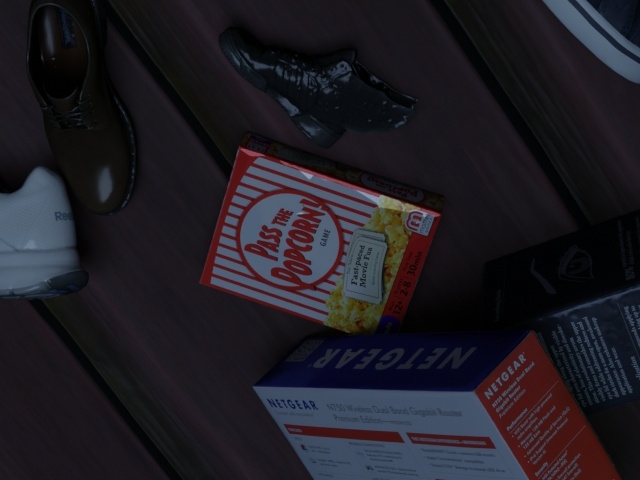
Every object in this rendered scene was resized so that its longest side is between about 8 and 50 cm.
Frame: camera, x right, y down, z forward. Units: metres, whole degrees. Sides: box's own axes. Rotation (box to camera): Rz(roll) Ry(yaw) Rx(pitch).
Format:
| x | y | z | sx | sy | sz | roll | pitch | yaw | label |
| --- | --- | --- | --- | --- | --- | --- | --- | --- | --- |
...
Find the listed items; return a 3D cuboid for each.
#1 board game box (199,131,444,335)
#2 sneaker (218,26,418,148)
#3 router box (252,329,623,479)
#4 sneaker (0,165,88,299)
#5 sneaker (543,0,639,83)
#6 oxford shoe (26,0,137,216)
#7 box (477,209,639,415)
| x | y | z | sx | sy | sz | roll | pitch | yaw | label |
| --- | --- | --- | --- | --- | --- | --- | --- | --- | --- |
| 0.000 | 0.000 | 1.322 | 0.193 | 0.045 | 0.147 | 18 | 115 | 1 | board game box |
| -0.002 | -0.147 | 1.259 | 0.089 | 0.051 | 0.170 | -40 | 107 | 22 | sneaker |
| 0.127 | 0.224 | 1.272 | 0.335 | 0.082 | 0.301 | -6 | 120 | 56 | router box |
| -0.356 | -0.005 | 1.357 | 0.297 | 0.111 | 0.129 | -3 | 87 | 16 | sneaker |
| 0.199 | -0.273 | 1.129 | 0.127 | 0.126 | 0.321 | -37 | 102 | 27 | sneaker |
| -0.223 | -0.118 | 1.279 | 0.082 | 0.096 | 0.227 | -8 | 113 | 10 | oxford shoe |
| 0.251 | 0.063 | 1.253 | 0.207 | 0.153 | 0.108 | -20 | 110 | 17 | box |
